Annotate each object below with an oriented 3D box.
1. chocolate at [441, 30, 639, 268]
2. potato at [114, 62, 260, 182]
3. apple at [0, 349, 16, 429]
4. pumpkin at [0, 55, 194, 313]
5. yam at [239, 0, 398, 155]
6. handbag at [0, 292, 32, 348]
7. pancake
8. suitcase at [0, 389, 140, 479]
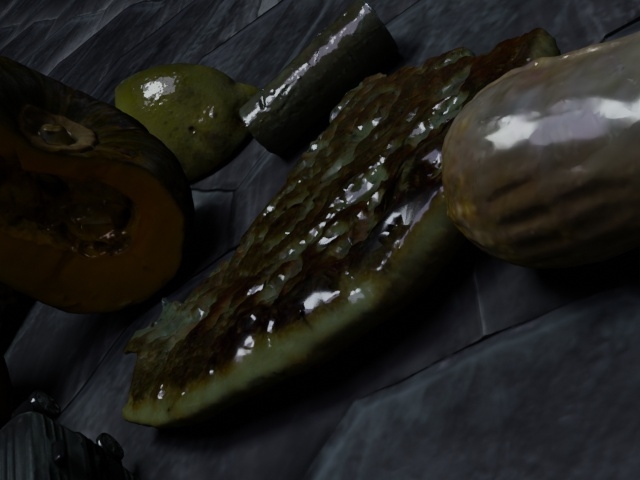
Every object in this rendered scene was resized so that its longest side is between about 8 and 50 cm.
[{"bbox_3d":[0.196,-0.065,0.477,0.309,0.134,0.134,-14,43,42],"label":"chocolate"},{"bbox_3d":[-0.150,-0.140,0.995,0.149,0.120,0.081,-29,33,28],"label":"potato"},{"bbox_3d":[-0.483,0.175,0.820,0.374,0.374,0.384,-42,59,7],"label":"apple"},{"bbox_3d":[-0.287,-0.037,0.860,0.222,0.317,0.139,-56,32,23],"label":"pumpkin"},{"bbox_3d":[-0.002,-0.159,0.893,0.169,0.068,0.068,-41,31,10],"label":"yam"},{"bbox_3d":[-0.436,0.088,1.125,0.191,0.075,0.332,-8,51,49],"label":"handbag"},{"bbox_3d":[0.002,0.001,0.722,0.427,0.067,0.305,-49,23,-4],"label":"pancake"},{"bbox_3d":[-0.203,0.256,0.579,0.202,0.128,0.312,-43,31,4],"label":"suitcase"}]
